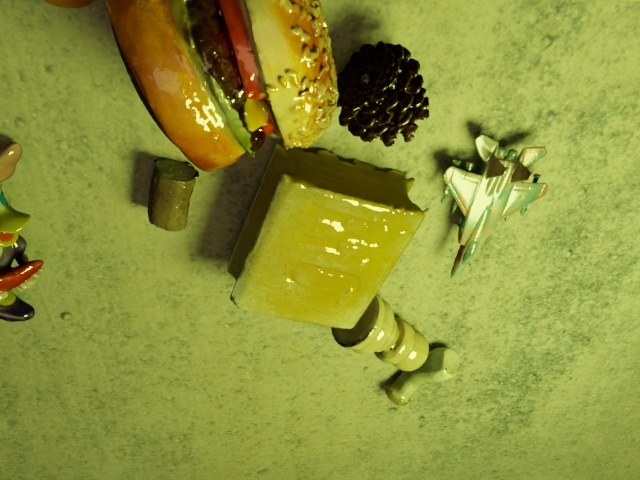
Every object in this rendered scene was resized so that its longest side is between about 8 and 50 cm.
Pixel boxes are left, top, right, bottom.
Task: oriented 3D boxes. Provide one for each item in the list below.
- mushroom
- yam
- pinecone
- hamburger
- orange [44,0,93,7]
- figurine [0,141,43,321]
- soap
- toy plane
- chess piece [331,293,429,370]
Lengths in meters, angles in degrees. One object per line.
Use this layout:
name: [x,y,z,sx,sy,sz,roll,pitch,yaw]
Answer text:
mushroom: [0.259,0.355,1.447,0.081,0.092,0.223,21,131,-42]
yam: [-0.278,-0.082,1.035,0.084,0.084,0.127,10,122,-16]
pinecone: [0.109,-0.232,0.932,0.163,0.163,0.165,-34,143,18]
hamburger: [-0.114,-0.270,0.761,0.250,0.330,0.330,-20,128,6]
orange: [-0.358,-0.389,0.762,0.135,0.117,0.136,-8,127,-11]
figurine: [-0.619,0.018,1.028,0.193,0.154,0.421,43,126,5]
soap: [0.000,0.000,1.095,0.293,0.156,0.335,13,126,-23]
toy plane: [0.323,-0.057,1.128,0.222,0.104,0.326,8,130,-13]
chess piece: [0.156,0.230,1.315,0.142,0.143,0.261,-38,130,20]
